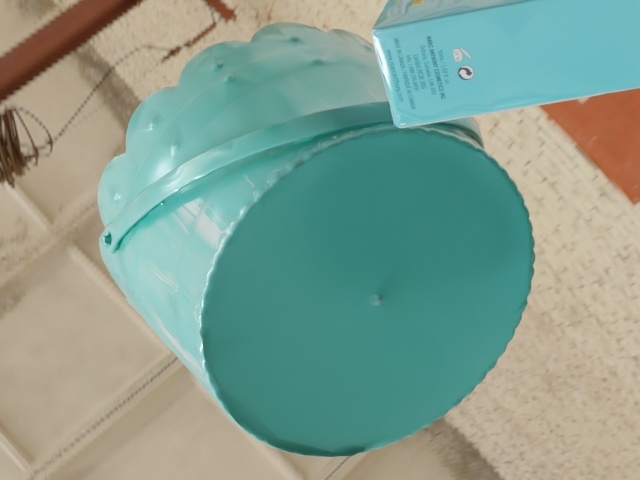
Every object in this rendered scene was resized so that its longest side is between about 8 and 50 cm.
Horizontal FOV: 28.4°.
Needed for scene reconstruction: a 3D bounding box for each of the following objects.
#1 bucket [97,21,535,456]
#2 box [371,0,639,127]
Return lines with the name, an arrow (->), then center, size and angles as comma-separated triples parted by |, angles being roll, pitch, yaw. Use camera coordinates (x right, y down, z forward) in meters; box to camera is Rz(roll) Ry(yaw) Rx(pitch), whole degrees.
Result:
bucket -> 0.000, 0.000, 0.878 | 0.281, 0.183, 0.281 | -12, -61, -21
box -> 0.157, -0.125, 0.681 | 0.244, 0.100, 0.060 | -8, -64, 19
